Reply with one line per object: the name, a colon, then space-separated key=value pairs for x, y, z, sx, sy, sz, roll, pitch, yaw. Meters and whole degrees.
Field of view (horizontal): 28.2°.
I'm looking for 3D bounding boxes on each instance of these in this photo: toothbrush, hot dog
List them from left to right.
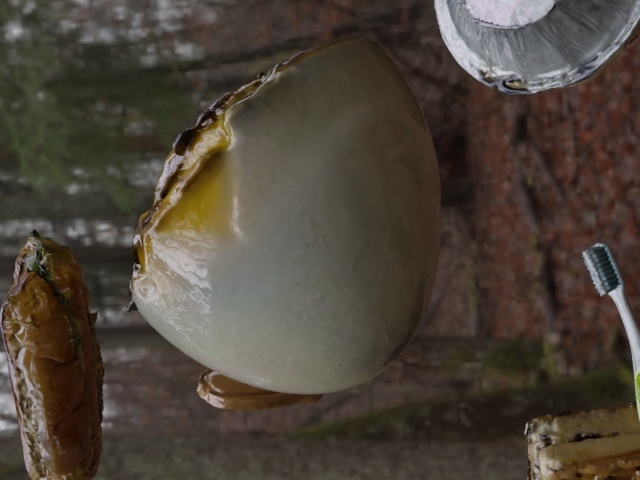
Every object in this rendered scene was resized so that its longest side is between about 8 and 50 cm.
hot dog: x=-0.223 y=0.112 z=1.071 sx=0.115 sy=0.072 sz=0.269 roll=-82 pitch=-3 yaw=-47
toothbrush: x=0.221 y=0.125 z=0.807 sx=0.026 sy=0.022 sz=0.263 roll=-12 pitch=-101 yaw=-47

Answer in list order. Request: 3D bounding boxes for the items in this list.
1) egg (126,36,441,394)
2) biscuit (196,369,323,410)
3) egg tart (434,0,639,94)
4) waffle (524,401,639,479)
egg: x=0.003 y=-0.002 z=0.929 sx=0.264 sy=0.174 sz=0.286 roll=-35 pitch=-26 yaw=-32
biscuit: x=-0.069 y=0.150 z=1.403 sx=0.118 sy=0.140 sz=0.023 roll=38 pitch=129 yaw=55
egg tart: x=0.196 y=-0.252 z=1.173 sx=0.094 sy=0.234 sz=0.234 roll=4 pitch=-99 yaw=-54
waffle: x=0.377 y=0.261 z=1.345 sx=0.091 sy=0.308 sz=0.213 roll=-101 pitch=2 yaw=-52
